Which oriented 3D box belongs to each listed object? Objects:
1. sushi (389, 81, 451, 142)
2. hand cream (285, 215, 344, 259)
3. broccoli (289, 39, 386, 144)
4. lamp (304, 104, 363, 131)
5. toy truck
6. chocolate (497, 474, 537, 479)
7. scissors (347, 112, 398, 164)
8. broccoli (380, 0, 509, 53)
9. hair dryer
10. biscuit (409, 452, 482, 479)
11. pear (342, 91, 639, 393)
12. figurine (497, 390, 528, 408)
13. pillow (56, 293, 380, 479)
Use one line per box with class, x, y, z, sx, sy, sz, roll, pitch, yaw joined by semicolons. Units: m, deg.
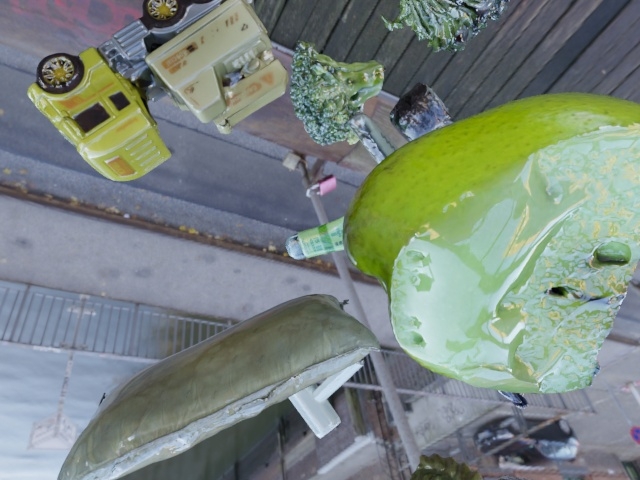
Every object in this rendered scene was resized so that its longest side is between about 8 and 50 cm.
sushi;0.246;-0.316;1.220;0.127;0.225;0.124;-41;96;19
hand cream;0.000;0.000;1.215;0.175;0.046;0.095;-14;112;16
broccoli;0.040;-0.392;1.262;0.246;0.248;0.288;-11;98;-10
lamp;0.039;-0.389;1.499;0.198;0.050;0.056;-22;176;10
toy truck;-0.263;-0.275;0.847;0.405;0.254;0.180;-37;169;-9
chocolate;0.486;0.496;0.859;0.321;0.111;0.112;0;164;20
scissors;0.129;-0.093;0.722;0.041;0.138;0.289;-9;146;39
broccoli;0.081;-0.332;0.552;0.304;0.145;0.165;13;118;-19
hair dryer;0.034;0.339;1.114;0.236;0.131;0.073;-50;158;25
biscuit;0.218;0.494;0.876;0.187;0.273;0.036;-10;107;36
pear;0.181;-0.003;0.564;0.318;0.238;0.342;-1;119;-9
figurine;0.416;0.215;0.975;0.265;0.175;0.197;-29;155;-16
pillow;-0.092;0.133;0.487;0.302;0.185;0.074;-23;99;-8
